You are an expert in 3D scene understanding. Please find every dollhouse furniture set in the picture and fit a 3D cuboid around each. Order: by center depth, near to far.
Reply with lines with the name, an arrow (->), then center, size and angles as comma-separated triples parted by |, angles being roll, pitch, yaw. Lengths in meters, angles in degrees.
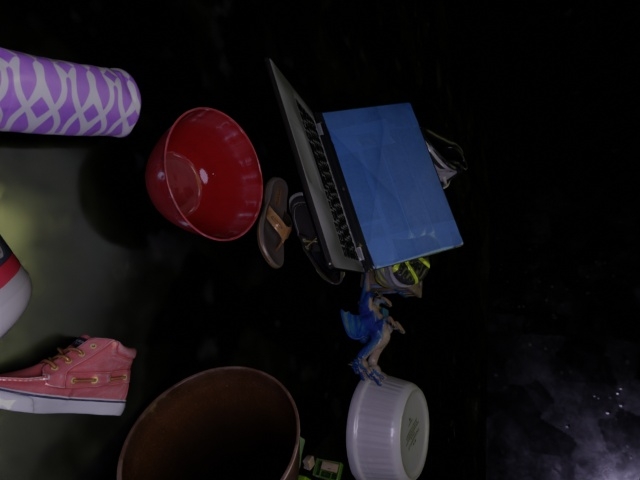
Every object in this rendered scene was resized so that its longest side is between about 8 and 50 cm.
dollhouse furniture set -> -0.017, 0.434, 0.820 | 0.152, 0.058, 0.076 | 54, 43, -40
dollhouse furniture set -> 0.186, 0.165, 1.116 | 0.129, 0.129, 0.184 | 35, 56, -51

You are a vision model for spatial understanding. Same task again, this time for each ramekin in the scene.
ramekin -> 0.181, 0.475, 1.067 | 0.272, 0.127, 0.273 | 14, 73, -57

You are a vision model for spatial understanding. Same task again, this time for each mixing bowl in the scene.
mixing bowl -> -0.177, -0.086, 0.601 | 0.181, 0.098, 0.182 | 15, 73, -57

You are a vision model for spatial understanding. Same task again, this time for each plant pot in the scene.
plant pot -> -0.119, 0.330, 0.566 | 0.215, 0.215, 0.231 | -52, 144, -48

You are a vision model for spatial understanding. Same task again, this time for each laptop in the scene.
laptop -> 0.114, -0.149, 0.846 | 0.408, 0.236, 0.382 | 20, 51, -72

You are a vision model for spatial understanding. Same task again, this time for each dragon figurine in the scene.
dragon figurine -> 0.105, 0.195, 1.017 | 0.085, 0.144, 0.289 | 35, 25, -51

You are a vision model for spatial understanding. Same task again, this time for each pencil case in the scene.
pencil case -> -0.293, -0.158, 0.443 | 0.088, 0.086, 0.206 | 52, 28, 12

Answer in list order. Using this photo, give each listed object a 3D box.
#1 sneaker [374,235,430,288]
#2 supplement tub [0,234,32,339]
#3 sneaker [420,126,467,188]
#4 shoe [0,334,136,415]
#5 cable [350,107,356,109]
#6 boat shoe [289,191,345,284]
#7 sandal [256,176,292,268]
sneaker -> 0.156, -0.066, 1.047 | 0.145, 0.147, 0.385 | 8, 67, -23
supplement tub -> -0.337, -0.024, 0.248 | 0.191, 0.191, 0.273 | -50, 127, -49
sneaker -> 0.305, -0.127, 1.230 | 0.448, 0.257, 0.169 | 59, 40, -35
shoe -> -0.277, 0.138, 0.448 | 0.178, 0.063, 0.081 | 40, 51, -55
cable -> 0.057, -0.226, 1.066 | 0.139, 0.072, 0.288 | 23, 53, -38
boat shoe -> 0.000, 0.000, 0.878 | 0.069, 0.081, 0.228 | -88, 155, -47
sandal -> -0.078, -0.038, 0.799 | 0.072, 0.048, 0.180 | 27, 63, -54
